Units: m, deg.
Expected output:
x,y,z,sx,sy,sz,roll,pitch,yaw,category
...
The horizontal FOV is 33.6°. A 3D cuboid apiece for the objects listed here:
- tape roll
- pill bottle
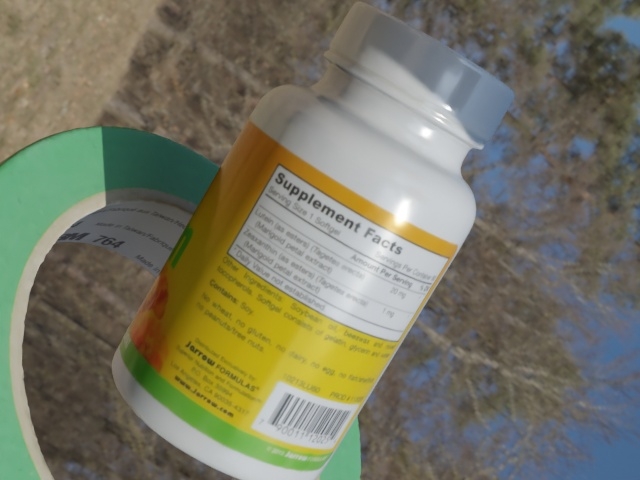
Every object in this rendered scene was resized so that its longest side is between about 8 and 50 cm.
x,y,z,sx,sy,sz,roll,pitch,yaw,category
-0.103,0.094,0.625,0.077,0.321,0.321,-24,-147,33,tape roll
0.000,0.000,0.588,0.246,0.136,0.136,-59,-160,8,pill bottle
